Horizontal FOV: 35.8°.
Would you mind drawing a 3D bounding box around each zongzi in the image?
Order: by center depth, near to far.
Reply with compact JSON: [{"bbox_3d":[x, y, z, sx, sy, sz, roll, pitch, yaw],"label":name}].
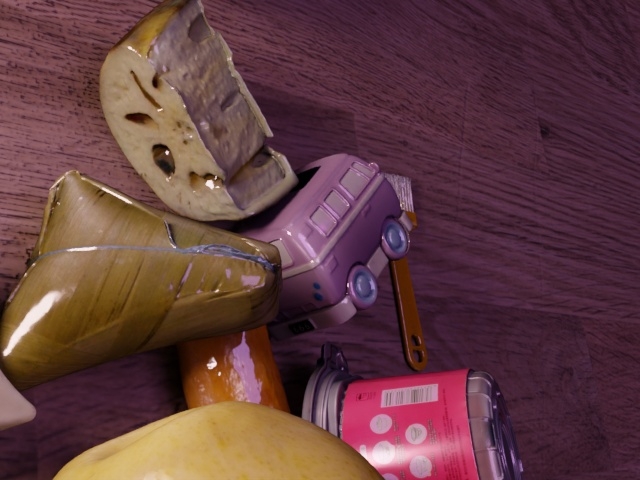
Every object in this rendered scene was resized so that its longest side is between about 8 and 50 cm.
[{"bbox_3d":[-0.167,0.078,0.866,0.228,0.115,0.256,19,55,3],"label":"zongzi"}]

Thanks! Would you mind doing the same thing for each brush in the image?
[{"bbox_3d":[0.106,0.038,1.306,0.103,0.013,0.272,7,68,-45],"label":"brush"}]

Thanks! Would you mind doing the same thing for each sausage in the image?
[{"bbox_3d":[-0.076,0.166,0.980,0.109,0.109,0.270,-11,81,-49],"label":"sausage"}]

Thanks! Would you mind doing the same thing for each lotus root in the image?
[{"bbox_3d":[-0.134,-0.124,1.029,0.119,0.138,0.235,-44,106,-43],"label":"lotus root"}]

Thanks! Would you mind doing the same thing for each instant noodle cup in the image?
[{"bbox_3d":[0.108,0.235,1.015,0.258,0.181,0.302,18,59,-71],"label":"instant noodle cup"}]

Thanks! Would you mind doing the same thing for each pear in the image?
[{"bbox_3d":[-0.075,0.271,0.782,0.309,0.309,0.309,23,57,-39],"label":"pear"}]

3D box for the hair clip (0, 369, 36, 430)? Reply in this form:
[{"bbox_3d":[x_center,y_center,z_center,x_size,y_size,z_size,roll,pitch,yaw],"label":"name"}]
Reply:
[{"bbox_3d":[-0.359,0.077,0.718,0.282,0.113,0.172,3,70,-61],"label":"hair clip"}]

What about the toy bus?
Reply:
[{"bbox_3d":[0.000,0.000,1.109,0.142,0.142,0.202,54,42,-15],"label":"toy bus"}]
